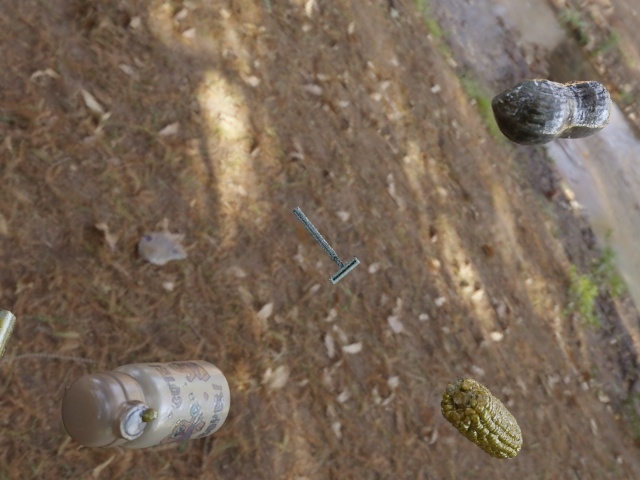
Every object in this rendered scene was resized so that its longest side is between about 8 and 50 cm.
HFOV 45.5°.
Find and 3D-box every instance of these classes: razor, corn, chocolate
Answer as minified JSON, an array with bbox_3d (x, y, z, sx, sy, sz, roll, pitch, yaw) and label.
[{"bbox_3d":[0.001,0.001,1.873,0.211,0.084,0.036,51,4,17],"label":"razor"},{"bbox_3d":[0.306,0.341,1.413,0.291,0.101,0.101,49,28,-49],"label":"corn"},{"bbox_3d":[0.379,-0.208,1.235,0.248,0.110,0.110,-12,69,-32],"label":"chocolate"}]

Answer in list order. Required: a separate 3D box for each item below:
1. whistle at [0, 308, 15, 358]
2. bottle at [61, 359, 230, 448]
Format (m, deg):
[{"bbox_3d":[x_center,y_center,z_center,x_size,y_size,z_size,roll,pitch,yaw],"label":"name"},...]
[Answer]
[{"bbox_3d":[-0.539,0.254,1.132,0.057,0.068,0.326,43,57,-59],"label":"whistle"},{"bbox_3d":[-0.195,0.191,0.880,0.209,0.110,0.097,12,89,-61],"label":"bottle"}]
